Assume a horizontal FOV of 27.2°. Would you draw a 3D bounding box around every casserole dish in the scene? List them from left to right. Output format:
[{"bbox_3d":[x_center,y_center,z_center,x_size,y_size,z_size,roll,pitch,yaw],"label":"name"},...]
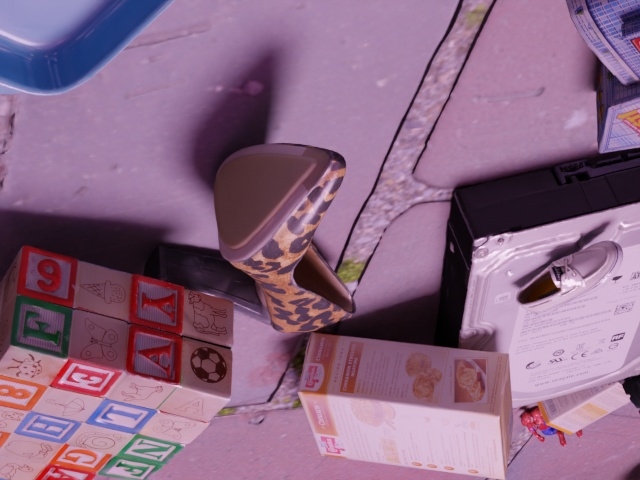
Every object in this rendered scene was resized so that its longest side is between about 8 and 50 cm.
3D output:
[{"bbox_3d":[-0.147,-0.157,0.775,0.188,0.037,0.114,-37,143,28],"label":"casserole dish"}]

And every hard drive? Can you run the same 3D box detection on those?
[{"bbox_3d":[0.230,0.049,1.240,0.237,0.064,0.339,-13,146,-9],"label":"hard drive"}]

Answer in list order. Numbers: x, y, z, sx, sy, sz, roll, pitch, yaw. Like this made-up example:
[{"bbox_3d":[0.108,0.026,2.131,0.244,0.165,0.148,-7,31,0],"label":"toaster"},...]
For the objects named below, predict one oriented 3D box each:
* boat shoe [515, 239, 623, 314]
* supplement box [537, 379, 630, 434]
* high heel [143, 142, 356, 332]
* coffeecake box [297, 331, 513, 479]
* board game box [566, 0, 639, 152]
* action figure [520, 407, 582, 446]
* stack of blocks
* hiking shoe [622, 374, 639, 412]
[{"bbox_3d":[0.207,0.030,1.113,0.100,0.035,0.035,-33,147,32],"label":"boat shoe"},{"bbox_3d":[0.300,0.174,1.481,0.098,0.036,0.062,-34,144,23],"label":"supplement box"},{"bbox_3d":[0.000,0.000,1.014,0.186,0.093,0.261,12,153,-29],"label":"high heel"},{"bbox_3d":[0.084,0.157,1.250,0.185,0.068,0.142,5,148,13],"label":"coffeecake box"},{"bbox_3d":[0.263,-0.134,0.947,0.194,0.060,0.194,-17,145,35],"label":"board game box"},{"bbox_3d":[0.265,0.215,1.534,0.038,0.030,0.115,-31,144,27],"label":"action figure"},{"bbox_3d":[-0.208,0.134,1.067,0.171,0.087,0.297,17,141,-24],"label":"stack of blocks"},{"bbox_3d":[0.450,0.146,1.466,0.304,0.113,0.132,2,137,-45],"label":"hiking shoe"}]
